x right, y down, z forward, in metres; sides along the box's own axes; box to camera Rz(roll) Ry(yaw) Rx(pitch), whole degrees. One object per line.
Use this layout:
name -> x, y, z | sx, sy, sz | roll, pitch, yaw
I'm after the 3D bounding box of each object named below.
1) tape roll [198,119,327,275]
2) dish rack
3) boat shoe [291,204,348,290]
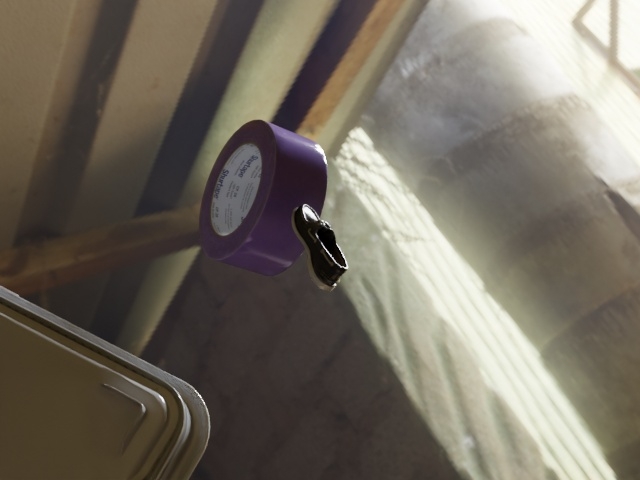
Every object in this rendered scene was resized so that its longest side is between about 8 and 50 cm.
tape roll -> -0.077, -0.054, 1.176 | 0.080, 0.189, 0.189 | 20, -55, -32
dish rack -> -0.293, 0.181, 0.780 | 0.285, 0.333, 0.072 | -59, -17, -24
boat shoe -> 0.000, 0.000, 1.038 | 0.046, 0.125, 0.038 | 24, -57, -34
